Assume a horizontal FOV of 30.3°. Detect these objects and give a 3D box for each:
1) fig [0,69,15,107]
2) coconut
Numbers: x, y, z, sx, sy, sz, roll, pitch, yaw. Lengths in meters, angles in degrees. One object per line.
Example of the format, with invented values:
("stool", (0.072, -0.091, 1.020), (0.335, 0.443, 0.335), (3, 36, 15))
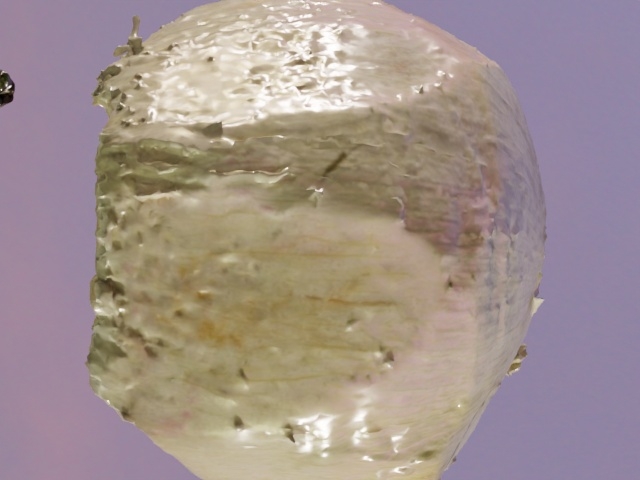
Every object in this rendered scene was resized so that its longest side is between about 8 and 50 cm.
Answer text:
("fig", (-0.272, -0.069, 0.775), (0.151, 0.151, 0.259), (-7, -143, 33))
("coconut", (0.000, 0.000, 0.689), (0.254, 0.297, 0.297), (1, -100, -3))
